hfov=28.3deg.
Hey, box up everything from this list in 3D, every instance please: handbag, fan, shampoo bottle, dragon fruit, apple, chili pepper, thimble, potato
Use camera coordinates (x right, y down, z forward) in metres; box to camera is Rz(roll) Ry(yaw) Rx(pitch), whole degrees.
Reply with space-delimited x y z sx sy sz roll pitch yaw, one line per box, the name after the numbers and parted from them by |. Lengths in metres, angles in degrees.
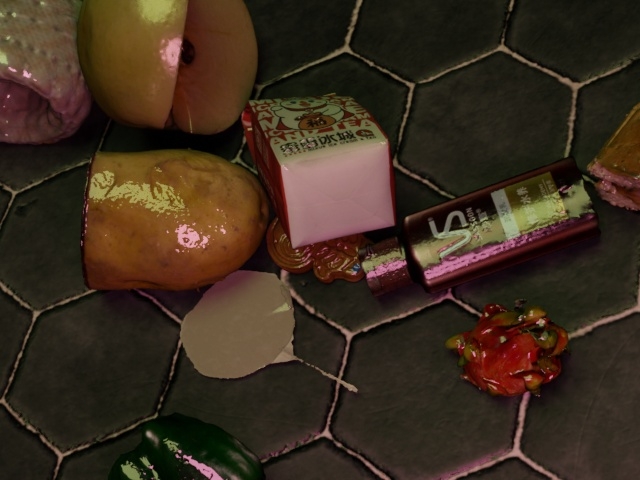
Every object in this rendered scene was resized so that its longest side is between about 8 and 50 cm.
-0.006 -0.127 1.855 0.171 0.151 0.298 -13 32 -9 | handbag
-0.065 0.147 1.782 0.310 0.010 0.182 28 72 34 | fan
0.213 -0.009 1.742 0.323 0.084 0.129 -19 61 8 | shampoo bottle
0.254 0.130 1.634 0.142 0.175 0.138 -2 64 -18 | dragon fruit
-0.252 -0.298 1.961 0.233 0.295 0.258 7 90 23 | apple
-0.134 0.327 1.599 0.261 0.174 0.165 38 70 -4 | chili pepper
-0.502 -0.284 2.054 0.291 0.291 0.195 0 64 19 | thimble
-0.207 -0.031 1.848 0.266 0.229 0.229 5 60 4 | potato

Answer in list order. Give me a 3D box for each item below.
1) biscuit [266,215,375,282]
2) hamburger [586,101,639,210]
0.000 0.000 1.845 0.175 0.026 0.124 22 69 29 | biscuit
0.524 -0.111 1.671 0.309 0.132 0.211 23 71 31 | hamburger
